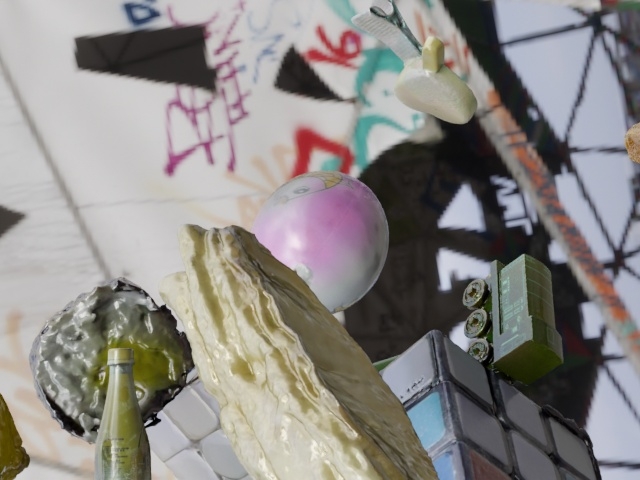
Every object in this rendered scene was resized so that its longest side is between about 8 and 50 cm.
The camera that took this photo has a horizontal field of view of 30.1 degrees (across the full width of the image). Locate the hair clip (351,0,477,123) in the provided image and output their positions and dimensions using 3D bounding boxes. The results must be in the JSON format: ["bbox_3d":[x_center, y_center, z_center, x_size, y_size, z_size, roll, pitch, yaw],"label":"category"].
[{"bbox_3d":[0.141,-0.248,1.653,0.218,0.071,0.159,46,160,-13],"label":"hair clip"}]

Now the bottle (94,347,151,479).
[{"bbox_3d":[-0.291,0.292,1.751,0.083,0.083,0.269,29,-122,-72],"label":"bottle"}]

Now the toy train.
[{"bbox_3d":[0.283,0.117,1.754,0.090,0.137,0.225,31,-141,-24],"label":"toy train"}]

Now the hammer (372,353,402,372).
[{"bbox_3d":[0.092,0.269,2.302,0.206,0.336,0.118,47,139,42],"label":"hammer"}]

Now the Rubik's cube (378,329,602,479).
[{"bbox_3d":[0.168,0.404,1.614,0.362,0.359,0.363,39,-153,-26],"label":"Rubik's cube"}]

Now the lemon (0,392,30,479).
[{"bbox_3d":[-0.551,0.272,1.584,0.322,0.268,0.268,26,-143,-15],"label":"lemon"}]

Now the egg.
[{"bbox_3d":[0.000,0.000,1.673,0.271,0.196,0.196,-67,-35,-79],"label":"egg"}]

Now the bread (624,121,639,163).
[{"bbox_3d":[0.577,-0.176,2.058,0.070,0.083,0.076,33,145,59],"label":"bread"}]

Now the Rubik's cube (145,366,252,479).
[{"bbox_3d":[-0.116,0.355,2.493,0.346,0.347,0.344,51,-143,-7],"label":"Rubik's cube"}]

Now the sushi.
[{"bbox_3d":[-0.394,0.230,2.219,0.281,0.299,0.294,41,169,-9],"label":"sushi"}]

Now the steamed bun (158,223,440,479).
[{"bbox_3d":[-0.017,0.182,1.158,0.247,0.189,0.428,23,-157,-49],"label":"steamed bun"}]
